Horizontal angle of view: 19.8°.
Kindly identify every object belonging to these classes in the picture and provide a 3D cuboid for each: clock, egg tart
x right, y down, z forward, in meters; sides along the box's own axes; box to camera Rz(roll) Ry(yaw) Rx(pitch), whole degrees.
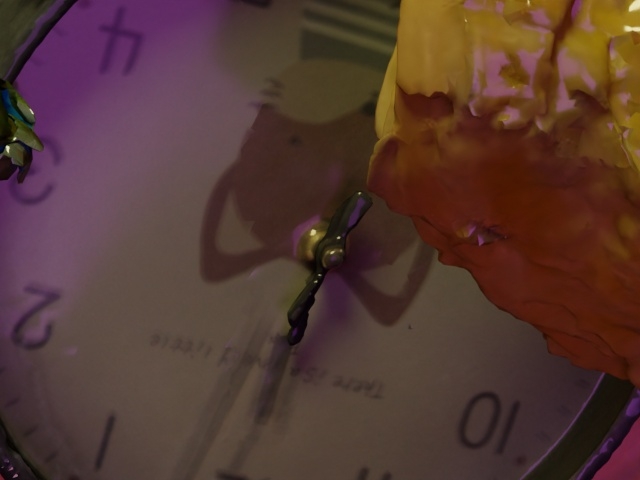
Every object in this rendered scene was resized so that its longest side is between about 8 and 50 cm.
[{"bbox_3d":[0.000,0.000,0.755,0.325,0.067,0.325,-4,106,-14],"label":"clock"},{"bbox_3d":[0.198,-0.083,0.691,0.351,0.153,0.339,45,67,-31],"label":"egg tart"}]

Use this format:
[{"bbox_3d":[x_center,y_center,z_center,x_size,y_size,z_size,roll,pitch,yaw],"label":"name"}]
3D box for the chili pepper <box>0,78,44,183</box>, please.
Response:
[{"bbox_3d":[-0.211,0.014,0.645,0.261,0.165,0.174,-29,78,2],"label":"chili pepper"}]
